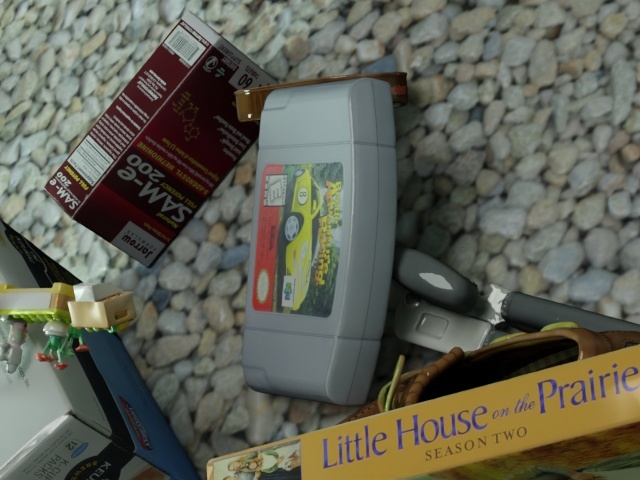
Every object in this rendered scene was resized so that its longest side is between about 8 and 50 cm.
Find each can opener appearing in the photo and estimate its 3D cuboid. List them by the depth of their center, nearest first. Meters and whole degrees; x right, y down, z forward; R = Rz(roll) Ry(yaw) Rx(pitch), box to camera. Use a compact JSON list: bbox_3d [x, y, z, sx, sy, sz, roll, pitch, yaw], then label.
[{"bbox_3d":[0.167,0.077,1.693,0.280,0.093,0.074,17,77,37],"label":"can opener"}]

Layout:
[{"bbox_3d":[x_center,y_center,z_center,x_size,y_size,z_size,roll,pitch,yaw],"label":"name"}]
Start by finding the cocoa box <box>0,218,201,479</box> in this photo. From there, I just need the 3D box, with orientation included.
[{"bbox_3d":[-0.310,0.171,1.905,0.231,0.228,0.347,-42,47,6],"label":"cocoa box"}]

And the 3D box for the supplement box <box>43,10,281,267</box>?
[{"bbox_3d":[-0.158,-0.103,2.020,0.239,0.130,0.073,-51,46,3],"label":"supplement box"}]

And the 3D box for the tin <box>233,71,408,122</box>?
[{"bbox_3d":[0.001,-0.141,1.938,0.189,0.106,0.040,-5,95,37],"label":"tin"}]

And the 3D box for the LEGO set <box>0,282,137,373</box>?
[{"bbox_3d":[-0.297,0.086,1.723,0.287,0.132,0.107,7,79,10],"label":"LEGO set"}]

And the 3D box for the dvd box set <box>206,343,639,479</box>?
[{"bbox_3d":[0.170,0.184,1.468,0.420,0.307,0.062,-18,60,29],"label":"dvd box set"}]

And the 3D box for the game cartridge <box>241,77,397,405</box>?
[{"bbox_3d":[0.000,0.000,1.790,0.196,0.060,0.294,0,85,57],"label":"game cartridge"}]

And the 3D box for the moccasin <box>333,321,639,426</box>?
[{"bbox_3d":[0.113,0.153,1.613,0.380,0.147,0.139,-19,55,50],"label":"moccasin"}]
